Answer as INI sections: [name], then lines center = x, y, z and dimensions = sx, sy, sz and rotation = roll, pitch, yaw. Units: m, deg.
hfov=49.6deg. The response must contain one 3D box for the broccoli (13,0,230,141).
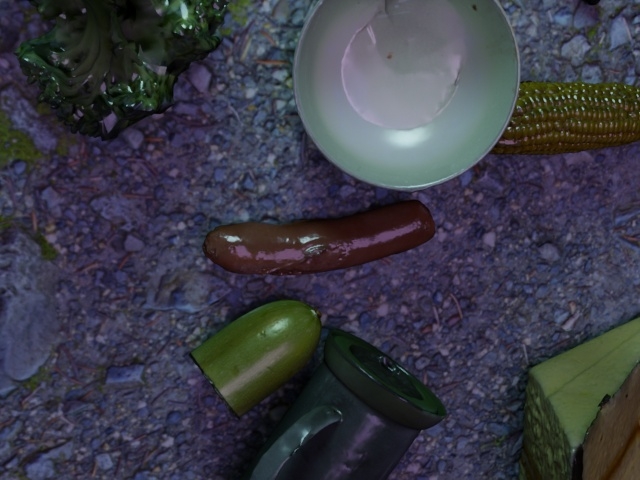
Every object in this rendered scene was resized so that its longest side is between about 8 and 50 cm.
[broccoli]
center = -0.254, -0.299, 0.731
dimensions = 0.249, 0.302, 0.375
rotation = 19, 106, 20

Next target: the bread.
[bread]
center = 0.495, 0.339, 1.119
dimensions = 0.405, 0.242, 0.345
rotation = -16, 110, -7

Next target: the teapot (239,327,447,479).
[teapot]
center = -0.008, 0.312, 0.963
dimensions = 0.337, 0.200, 0.270
rotation = -56, 153, 5

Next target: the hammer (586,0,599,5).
[hammer]
center = 0.287, -0.418, 0.963
dimensions = 0.288, 0.033, 0.111
rotation = 25, 95, -20

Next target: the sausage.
[sausage]
center = 0.001, 0.002, 0.970
dimensions = 0.327, 0.079, 0.087
rotation = -9, 117, -11

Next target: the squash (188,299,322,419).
[squash]
center = -0.080, 0.150, 0.966
dimensions = 0.187, 0.123, 0.123
rotation = -38, 110, -6

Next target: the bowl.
[bowl]
center = 0.103, -0.208, 0.893
dimensions = 0.277, 0.145, 0.277
rotation = 0, 102, 1

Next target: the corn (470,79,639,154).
[corn]
center = 0.346, -0.177, 1.002
dimensions = 0.318, 0.115, 0.115
rotation = -4, 105, -14
